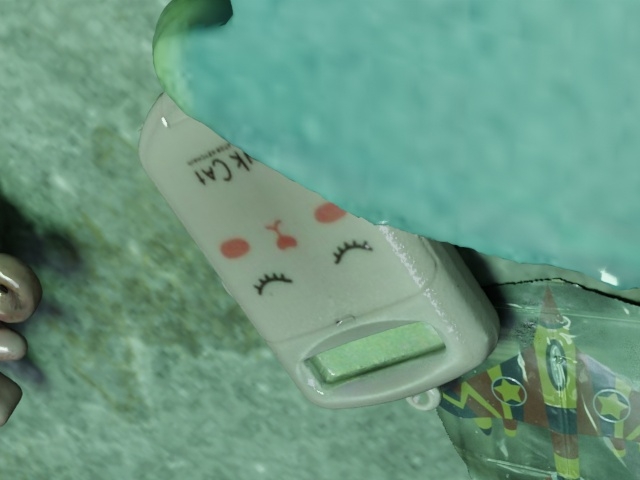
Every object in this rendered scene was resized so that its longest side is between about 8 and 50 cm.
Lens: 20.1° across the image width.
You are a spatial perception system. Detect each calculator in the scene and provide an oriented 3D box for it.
[{"bbox_3d":[0.000,0.000,0.722,0.100,0.032,0.175,-21,111,38],"label":"calculator"}]

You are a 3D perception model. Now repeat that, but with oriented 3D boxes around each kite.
[{"bbox_3d":[0.111,0.119,0.770,0.141,0.015,0.245,7,126,30],"label":"kite"}]

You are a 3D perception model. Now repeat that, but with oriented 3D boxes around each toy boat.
[{"bbox_3d":[0.086,-0.102,0.567,0.330,0.123,0.215,13,120,33],"label":"toy boat"}]

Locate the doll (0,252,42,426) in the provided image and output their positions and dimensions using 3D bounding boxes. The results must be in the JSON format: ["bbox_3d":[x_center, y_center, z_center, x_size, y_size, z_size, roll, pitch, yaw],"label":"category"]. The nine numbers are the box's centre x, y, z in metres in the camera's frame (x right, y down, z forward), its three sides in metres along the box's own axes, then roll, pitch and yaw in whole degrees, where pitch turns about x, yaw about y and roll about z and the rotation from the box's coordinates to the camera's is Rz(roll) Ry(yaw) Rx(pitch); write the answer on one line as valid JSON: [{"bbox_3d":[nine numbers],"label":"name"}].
[{"bbox_3d":[-0.241,0.020,0.831,0.262,0.093,0.211,-6,125,31],"label":"doll"}]
